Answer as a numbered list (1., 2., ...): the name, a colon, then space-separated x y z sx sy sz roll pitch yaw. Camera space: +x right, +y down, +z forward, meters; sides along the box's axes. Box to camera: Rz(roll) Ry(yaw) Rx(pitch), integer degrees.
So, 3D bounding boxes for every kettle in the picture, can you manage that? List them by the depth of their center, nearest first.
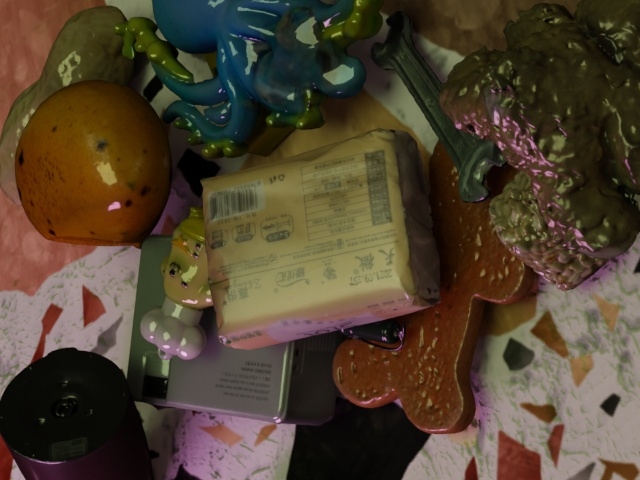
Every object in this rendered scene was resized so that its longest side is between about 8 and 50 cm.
1. kettle: -0.262 0.228 2.073 0.144 0.232 0.202 -14 50 -2

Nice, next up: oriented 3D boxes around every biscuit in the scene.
1. biscuit: 0.129 0.027 1.837 0.205 0.049 0.324 20 98 44

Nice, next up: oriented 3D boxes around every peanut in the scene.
1. peanut: -0.307 -0.165 2.266 0.274 0.111 0.125 -56 37 18

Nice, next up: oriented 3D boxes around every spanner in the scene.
1. spanner: 0.114 -0.134 1.852 0.071 0.017 0.302 -56 36 21

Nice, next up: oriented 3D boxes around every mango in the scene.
1. mango: -0.248 -0.085 2.101 0.290 0.159 0.191 -172 84 -66

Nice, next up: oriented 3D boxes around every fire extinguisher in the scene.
1. fire extinguisher: 0.056 0.090 1.847 0.083 0.025 0.038 8 125 44

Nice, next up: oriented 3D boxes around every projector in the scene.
1. projector: -0.088 0.096 2.006 0.256 0.099 0.192 2 84 44

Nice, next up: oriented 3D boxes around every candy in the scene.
1. candy: 0.214 -0.012 1.724 0.085 0.110 0.095 -43 40 32

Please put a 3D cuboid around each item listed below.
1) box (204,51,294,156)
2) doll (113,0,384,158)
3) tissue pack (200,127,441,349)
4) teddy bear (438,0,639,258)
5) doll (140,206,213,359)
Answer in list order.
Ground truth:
1. box: -0.073 -0.248 2.089 0.153 0.041 0.279 -43 55 31
2. doll: -0.068 -0.249 2.003 0.341 0.098 0.346 39 122 29
3. tissue pack: 0.000 0.000 1.835 0.222 0.090 0.186 -15 73 18
4. teddy bear: 0.254 -0.149 1.650 0.256 0.156 0.267 -33 55 -10
5. doll: -0.137 0.049 1.950 0.106 0.062 0.163 29 104 48
